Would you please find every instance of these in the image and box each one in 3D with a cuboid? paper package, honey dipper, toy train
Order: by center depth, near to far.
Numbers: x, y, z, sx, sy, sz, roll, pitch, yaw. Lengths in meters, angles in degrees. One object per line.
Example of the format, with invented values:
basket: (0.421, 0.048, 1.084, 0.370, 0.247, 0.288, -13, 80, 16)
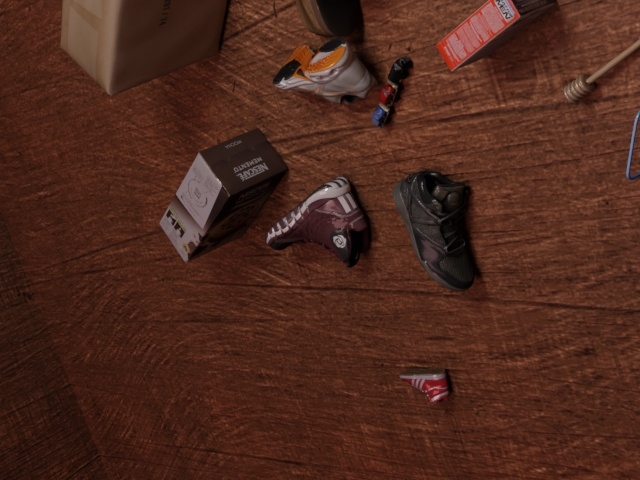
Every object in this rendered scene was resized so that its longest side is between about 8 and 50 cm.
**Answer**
honey dipper: (0.413, -0.247, 1.446, 0.030, 0.030, 0.161, 59, 141, 5)
toy train: (0.122, -0.257, 1.788, 0.027, 0.036, 0.158, 45, 141, 23)
paper package: (-0.331, -0.488, 1.966, 0.168, 0.309, 0.325, 42, 139, 22)

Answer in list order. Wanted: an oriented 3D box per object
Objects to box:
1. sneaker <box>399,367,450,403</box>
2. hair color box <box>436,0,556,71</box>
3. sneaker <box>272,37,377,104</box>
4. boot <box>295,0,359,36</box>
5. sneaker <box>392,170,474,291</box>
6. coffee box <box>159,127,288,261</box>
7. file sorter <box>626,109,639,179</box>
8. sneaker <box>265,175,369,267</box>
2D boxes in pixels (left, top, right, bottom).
sneaker: (0.209, 0.290, 2.020, 0.118, 0.042, 0.067, -6, 103, 50)
hair color box: (0.262, -0.326, 1.526, 0.167, 0.093, 0.053, -33, 86, 53)
sneaker: (0.007, -0.292, 1.864, 0.121, 0.099, 0.262, 40, 169, -24)
boot: (-0.030, -0.502, 1.773, 0.115, 0.112, 0.305, 14, 125, 59)
sneaker: (0.218, -0.022, 1.775, 0.130, 0.087, 0.227, -33, 80, 60)
coffee box: (-0.214, -0.094, 2.192, 0.119, 0.168, 0.297, 54, 144, 12)
file sorter: (0.509, -0.116, 1.346, 0.170, 0.104, 0.118, 28, 131, 39)
sneaker: (0.000, 0.000, 2.045, 0.162, 0.106, 0.281, 56, 143, 4)
